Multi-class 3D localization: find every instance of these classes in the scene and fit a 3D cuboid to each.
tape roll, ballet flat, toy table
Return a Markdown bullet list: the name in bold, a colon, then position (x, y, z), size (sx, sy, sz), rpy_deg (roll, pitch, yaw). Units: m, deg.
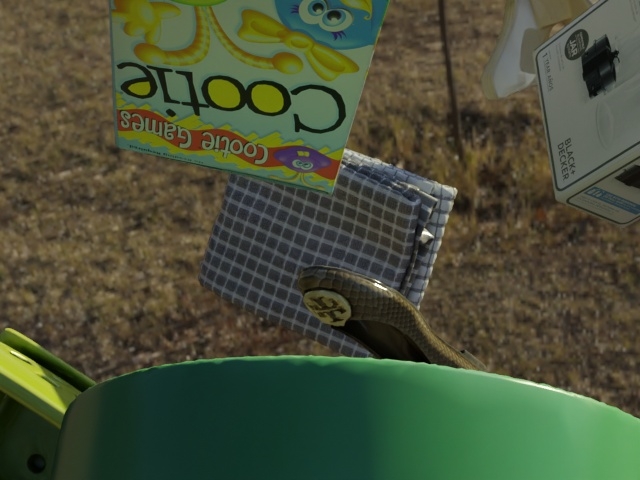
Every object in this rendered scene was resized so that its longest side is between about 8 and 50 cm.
- **tape roll**: position (0.021, 0.150, 0.525), size (0.321, 0.321, 0.077), rpy_deg (-1, 64, 13)
- **ballet flat**: position (0.070, 0.099, 0.949), size (0.084, 0.250, 0.058), rpy_deg (-6, 55, 47)
- **toy table**: position (0.286, -0.286, 1.235), size (0.252, 0.161, 0.274), rpy_deg (-21, 12, -9)

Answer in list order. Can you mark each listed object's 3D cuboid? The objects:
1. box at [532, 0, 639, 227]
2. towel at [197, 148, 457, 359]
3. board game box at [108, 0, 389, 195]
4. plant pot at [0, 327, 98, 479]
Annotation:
- **box**: position (0.308, -0.150, 0.789), size (0.087, 0.290, 0.169), rpy_deg (19, 53, -30)
- **towel**: position (0.000, 0.000, 1.261), size (0.283, 0.235, 0.121), rpy_deg (23, 11, 23)
- **board game box**: position (-0.028, -0.165, 0.541), size (0.142, 0.275, 0.144), rpy_deg (13, 61, -3)
- **plant pot**: position (-0.304, 0.221, 0.976), size (0.227, 0.228, 0.207), rpy_deg (31, 3, 6)
